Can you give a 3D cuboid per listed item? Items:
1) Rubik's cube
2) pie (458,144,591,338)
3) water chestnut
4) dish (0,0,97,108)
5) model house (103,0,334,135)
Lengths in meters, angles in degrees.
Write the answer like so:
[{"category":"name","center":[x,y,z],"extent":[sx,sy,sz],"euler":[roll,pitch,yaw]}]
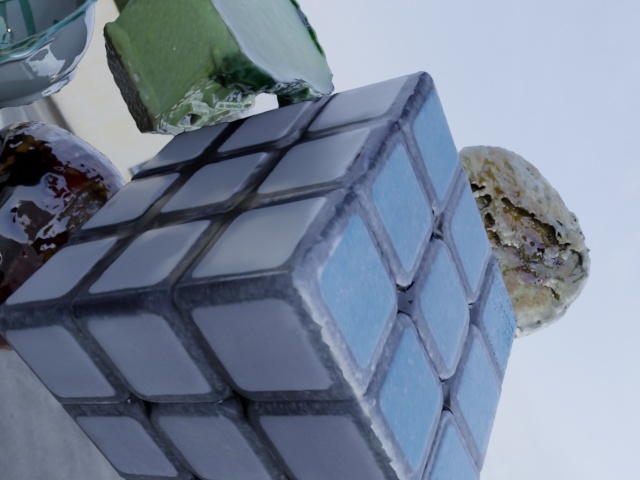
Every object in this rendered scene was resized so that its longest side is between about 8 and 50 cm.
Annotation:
[{"category":"Rubik's cube","center":[-0.026,0.072,0.616],"extent":[0.305,0.303,0.301],"euler":[62,37,-27]},{"category":"pie","center":[0.290,-0.003,1.096],"extent":[0.077,0.339,0.339],"euler":[-33,-99,60]},{"category":"water chestnut","center":[-0.371,-0.005,0.853],"extent":[0.244,0.289,0.289],"euler":[11,43,-50]},{"category":"dish","center":[-0.339,-0.194,0.733],"extent":[0.224,0.246,0.078],"euler":[-125,-164,-51]},{"category":"model house","center":[-0.116,-0.191,0.769],"extent":[0.195,0.189,0.214],"euler":[61,27,7]}]
